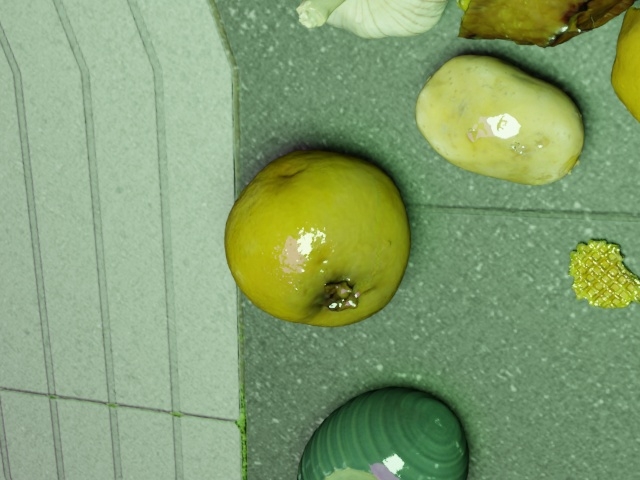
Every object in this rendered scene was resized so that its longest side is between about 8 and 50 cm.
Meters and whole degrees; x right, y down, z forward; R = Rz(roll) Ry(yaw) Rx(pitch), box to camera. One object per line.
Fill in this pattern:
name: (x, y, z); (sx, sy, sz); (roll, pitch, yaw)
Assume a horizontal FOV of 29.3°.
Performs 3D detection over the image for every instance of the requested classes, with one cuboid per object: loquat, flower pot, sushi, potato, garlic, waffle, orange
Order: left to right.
loquat: (0.000, 0.000, 1.359); (0.208, 0.208, 0.208); (13, 120, 23)
garlic: (0.027, -0.272, 1.186); (0.199, 0.226, 0.199); (16, 127, 22)
flower pot: (0.073, 0.284, 1.492); (0.189, 0.157, 0.243); (41, 129, 3)
potato: (0.184, -0.121, 1.249); (0.178, 0.109, 0.118); (23, 102, 11)
sushi: (0.227, -0.284, 1.107); (0.179, 0.167, 0.296); (57, 148, 7)
waffle: (0.305, 0.037, 1.321); (0.078, 0.016, 0.085); (-12, 107, 33)
orange: (0.337, -0.161, 1.121); (0.134, 0.156, 0.156); (6, 117, 32)
